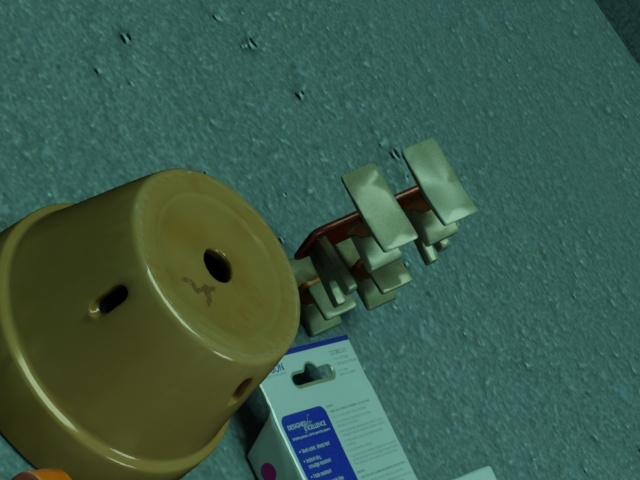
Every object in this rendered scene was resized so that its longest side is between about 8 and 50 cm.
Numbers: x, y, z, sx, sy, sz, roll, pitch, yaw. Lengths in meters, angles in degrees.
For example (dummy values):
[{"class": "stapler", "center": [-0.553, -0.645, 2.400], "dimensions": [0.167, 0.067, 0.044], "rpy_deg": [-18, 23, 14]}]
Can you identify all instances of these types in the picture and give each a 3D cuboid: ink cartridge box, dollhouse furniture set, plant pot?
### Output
[{"class": "ink cartridge box", "center": [0.039, 0.282, 1.855], "dimensions": [0.175, 0.069, 0.371], "rpy_deg": [-10, 72, -53]}, {"class": "dollhouse furniture set", "center": [0.000, 0.000, 1.901], "dimensions": [0.259, 0.262, 0.135], "rpy_deg": [-24, 77, -24]}, {"class": "plant pot", "center": [-0.156, 0.068, 1.673], "dimensions": [0.291, 0.203, 0.291], "rpy_deg": [32, 39, -32]}]

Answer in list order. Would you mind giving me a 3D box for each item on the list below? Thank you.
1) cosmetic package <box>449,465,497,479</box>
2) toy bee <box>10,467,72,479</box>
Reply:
[{"class": "cosmetic package", "center": [0.064, 0.401, 1.678], "dimensions": [0.377, 0.097, 0.284], "rpy_deg": [-14, 71, -38]}, {"class": "toy bee", "center": [-0.178, 0.333, 1.485], "dimensions": [0.298, 0.162, 0.195], "rpy_deg": [42, 10, 39]}]
